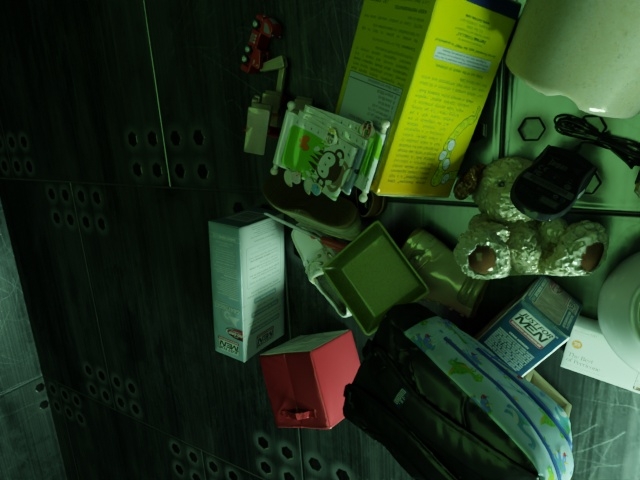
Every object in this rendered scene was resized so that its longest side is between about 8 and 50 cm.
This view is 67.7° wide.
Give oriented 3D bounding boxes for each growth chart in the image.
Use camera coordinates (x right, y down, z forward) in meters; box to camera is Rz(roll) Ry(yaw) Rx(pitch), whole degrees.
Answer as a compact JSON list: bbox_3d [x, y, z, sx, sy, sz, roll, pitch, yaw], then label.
[{"bbox_3d":[0.008,-0.159,0.875,0.237,0.021,0.171,23,114,30],"label":"growth chart"}]

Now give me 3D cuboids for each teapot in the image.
[{"bbox_3d":[0.572,0.114,0.753,0.256,0.187,0.252,34,102,28],"label":"teapot"}]

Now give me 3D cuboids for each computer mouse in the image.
[{"bbox_3d":[0.437,-0.095,0.802,0.184,0.262,0.060,30,151,20],"label":"computer mouse"}]

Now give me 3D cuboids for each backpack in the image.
[{"bbox_3d":[0.247,0.316,0.832,0.355,0.273,0.290,44,125,45],"label":"backpack"}]

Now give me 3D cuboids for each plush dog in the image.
[{"bbox_3d":[0.369,-0.047,0.903,0.263,0.210,0.225,-3,89,5],"label":"plush dog"}]

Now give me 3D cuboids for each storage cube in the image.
[{"bbox_3d":[-0.015,0.356,1.246,0.184,0.215,0.193,-15,90,37],"label":"storage cube"}]

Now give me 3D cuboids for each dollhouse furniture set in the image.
[{"bbox_3d":[-0.039,-0.231,1.060,0.259,0.262,0.135,10,114,-3],"label":"dollhouse furniture set"}]

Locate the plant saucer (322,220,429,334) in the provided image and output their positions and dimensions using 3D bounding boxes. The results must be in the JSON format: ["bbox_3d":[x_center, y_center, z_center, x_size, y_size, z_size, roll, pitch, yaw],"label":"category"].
[{"bbox_3d":[0.123,0.082,1.050,0.188,0.045,0.188,-42,73,29],"label":"plant saucer"}]

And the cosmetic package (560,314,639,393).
[{"bbox_3d":[0.590,0.227,0.888,0.239,0.060,0.098,16,112,29],"label":"cosmetic package"}]

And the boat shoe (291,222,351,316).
[{"bbox_3d":[0.009,0.070,1.204,0.277,0.096,0.098,52,126,10],"label":"boat shoe"}]

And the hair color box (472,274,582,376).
[{"bbox_3d":[0.356,0.236,0.977,0.105,0.174,0.347,44,124,17],"label":"hair color box"}]

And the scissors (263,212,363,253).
[{"bbox_3d":[0.000,0.000,1.174,0.297,0.109,0.021,20,79,19],"label":"scissors"}]

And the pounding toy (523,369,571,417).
[{"bbox_3d":[0.422,0.353,0.989,0.130,0.141,0.100,45,124,14],"label":"pounding toy"}]

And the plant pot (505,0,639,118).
[{"bbox_3d":[0.437,-0.357,0.674,0.334,0.334,0.305,35,132,20],"label":"plant pot"}]

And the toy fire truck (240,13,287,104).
[{"bbox_3d":[-0.126,-0.433,1.166,0.135,0.047,0.192,37,121,19],"label":"toy fire truck"}]

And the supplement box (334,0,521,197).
[{"bbox_3d":[0.171,-0.279,0.882,0.194,0.195,0.356,44,126,47],"label":"supplement box"}]

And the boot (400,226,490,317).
[{"bbox_3d":[0.245,0.126,1.069,0.203,0.095,0.262,32,116,21],"label":"boot"}]

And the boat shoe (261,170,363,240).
[{"bbox_3d":[-0.024,-0.081,1.167,0.302,0.109,0.098,27,163,34],"label":"boat shoe"}]

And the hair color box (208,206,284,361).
[{"bbox_3d":[-0.194,0.114,1.298,0.114,0.185,0.374,12,111,30],"label":"hair color box"}]

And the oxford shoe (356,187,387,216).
[{"bbox_3d":[0.114,-0.154,1.078,0.076,0.076,0.212,7,107,34],"label":"oxford shoe"}]
